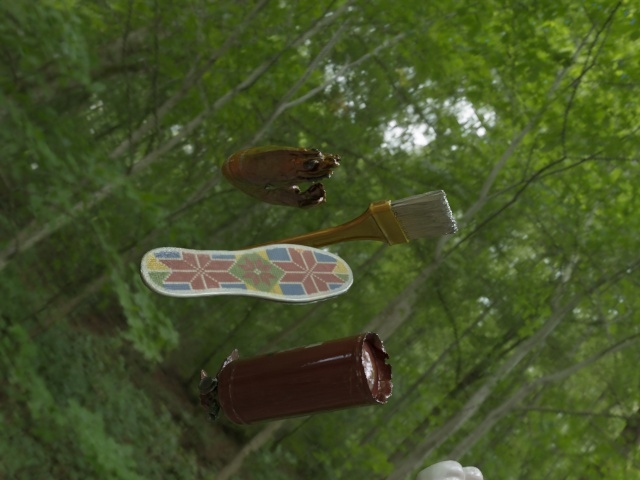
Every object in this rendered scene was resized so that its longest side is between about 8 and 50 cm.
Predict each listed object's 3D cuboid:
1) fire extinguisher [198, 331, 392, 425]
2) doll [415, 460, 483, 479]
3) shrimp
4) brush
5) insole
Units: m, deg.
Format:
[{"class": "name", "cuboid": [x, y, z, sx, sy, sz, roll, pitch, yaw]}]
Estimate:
[{"class": "fire extinguisher", "cuboid": [-0.059, 0.206, 1.152, 0.337, 0.147, 0.106, -14, -60, 25]}, {"class": "doll", "cuboid": [0.163, 0.356, 0.706, 0.130, 0.161, 0.290, -36, -133, 24]}, {"class": "shrimp", "cuboid": [-0.048, -0.087, 1.065, 0.150, 0.068, 0.249, 26, -14, -26]}, {"class": "brush", "cuboid": [0.000, 0.000, 0.771, 0.103, 0.272, 0.013, 50, 30, -64]}, {"class": "insole", "cuboid": [-0.054, 0.026, 0.618, 0.006, 0.193, 0.065, -60, -139, 37]}]
